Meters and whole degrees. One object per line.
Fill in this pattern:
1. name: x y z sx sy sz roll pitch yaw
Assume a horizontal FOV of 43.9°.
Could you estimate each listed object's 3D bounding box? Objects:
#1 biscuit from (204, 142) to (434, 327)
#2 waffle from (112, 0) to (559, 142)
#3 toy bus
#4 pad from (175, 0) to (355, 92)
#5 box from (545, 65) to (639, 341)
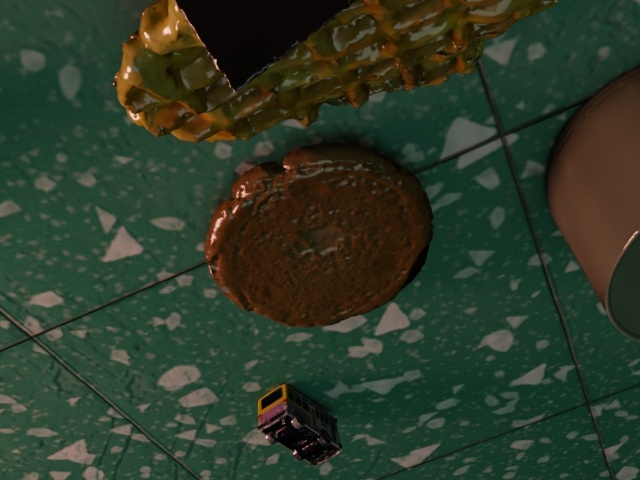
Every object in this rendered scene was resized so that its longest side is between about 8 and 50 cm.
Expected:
1. biscuit: 0.000 0.000 0.741 0.226 0.042 0.226 -6 135 -6
2. waffle: 0.021 -0.137 0.510 0.312 0.060 0.307 -15 174 -22
3. toy bus: -0.024 0.217 0.932 0.052 0.058 0.102 -35 126 21
4. pad: -0.041 -0.282 0.319 0.248 0.007 0.367 -34 89 19
5. box: 0.332 -0.034 0.707 0.226 0.149 0.226 -6 134 -7
